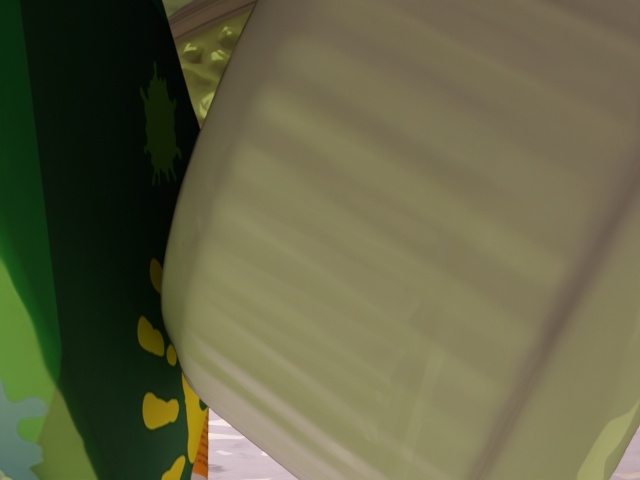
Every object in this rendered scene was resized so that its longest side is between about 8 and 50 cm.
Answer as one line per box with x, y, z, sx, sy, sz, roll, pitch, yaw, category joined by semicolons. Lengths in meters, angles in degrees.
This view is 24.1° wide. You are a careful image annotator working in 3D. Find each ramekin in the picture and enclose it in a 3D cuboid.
0.061;-0.032;0.447;0.127;0.273;0.273;29;165;10;ramekin

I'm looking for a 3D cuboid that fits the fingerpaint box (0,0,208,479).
-0.284;-0.058;0.417;0.444;0.163;0.371;-3;131;11;fingerpaint box

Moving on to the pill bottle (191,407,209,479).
-0.152;0.142;1.130;0.136;0.246;0.136;0;162;0;pill bottle

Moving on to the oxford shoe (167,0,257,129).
0.122;-0.102;0.611;0.449;0.169;0.130;-15;-161;19;oxford shoe
